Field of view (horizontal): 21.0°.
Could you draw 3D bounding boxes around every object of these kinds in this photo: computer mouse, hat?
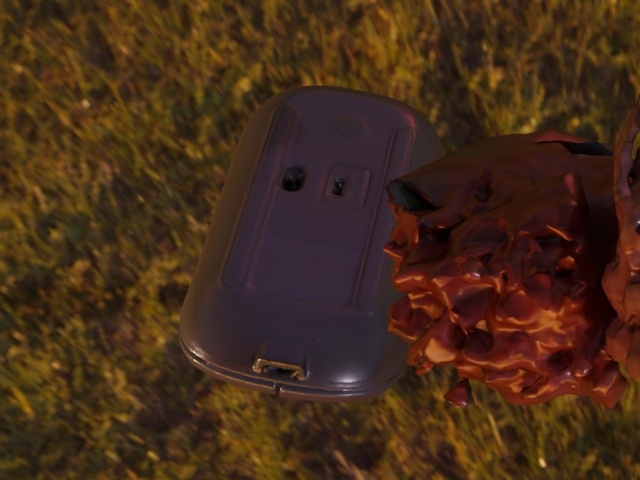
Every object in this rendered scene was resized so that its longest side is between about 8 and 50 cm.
[{"bbox_3d":[0.000,0.001,0.899,0.120,0.057,0.232,9,42,4],"label":"computer mouse"},{"bbox_3d":[0.147,-0.007,0.399,0.286,0.237,0.107,-2,100,24],"label":"hat"}]
